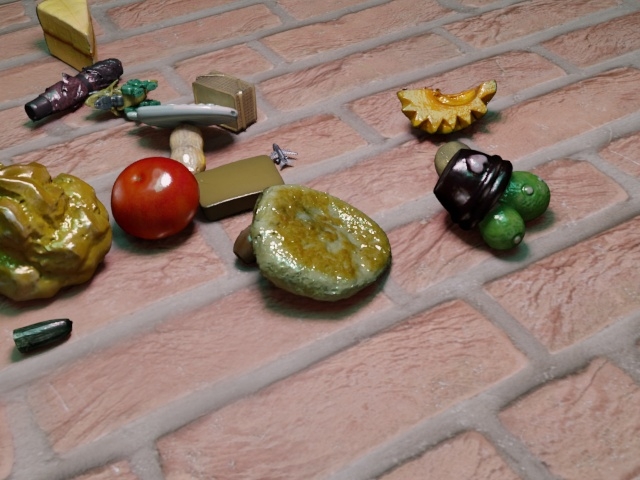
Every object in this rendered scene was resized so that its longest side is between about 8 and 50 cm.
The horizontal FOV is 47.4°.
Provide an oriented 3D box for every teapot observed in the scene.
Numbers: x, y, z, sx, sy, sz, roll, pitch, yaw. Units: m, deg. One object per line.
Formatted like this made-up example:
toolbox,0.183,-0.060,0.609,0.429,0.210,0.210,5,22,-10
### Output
teapot,-0.144,0.010,1.526,0.080,0.085,0.110,-48,26,-13

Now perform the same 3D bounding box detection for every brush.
brush,-0.188,-0.119,1.656,0.197,0.059,0.123,-17,47,-14

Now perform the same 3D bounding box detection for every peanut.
peanut,-0.319,-0.208,1.741,0.087,0.087,0.206,-7,43,-6

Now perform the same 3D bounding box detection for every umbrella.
umbrella,-0.665,-0.409,1.979,0.090,0.094,0.326,53,50,-8

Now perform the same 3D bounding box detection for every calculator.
calculator,-0.344,-0.307,1.809,0.296,0.042,0.184,1,2,24

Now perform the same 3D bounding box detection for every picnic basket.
picnic basket,-0.247,-0.362,1.889,0.164,0.115,0.079,25,48,27

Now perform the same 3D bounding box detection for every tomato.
tomato,-0.356,-0.093,1.556,0.195,0.136,0.195,-8,57,13

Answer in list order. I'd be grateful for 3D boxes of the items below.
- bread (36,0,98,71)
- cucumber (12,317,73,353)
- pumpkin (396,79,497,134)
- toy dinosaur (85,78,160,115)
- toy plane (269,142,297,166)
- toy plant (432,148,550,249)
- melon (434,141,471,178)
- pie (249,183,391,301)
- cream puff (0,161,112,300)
bread,-0.686,-0.607,2.149,0.264,0.167,0.163,33,52,28
cucumber,-0.510,0.173,1.351,0.105,0.048,0.048,-16,44,-18
pumpkin,0.317,-0.320,1.859,0.254,0.149,0.130,-9,82,-5
toy dinosaur,-0.497,-0.394,1.961,0.153,0.094,0.259,16,32,26
toy plane,-0.098,-0.208,1.774,0.079,0.031,0.083,-19,45,-19
toy plant,0.366,-0.092,1.544,0.235,0.175,0.218,34,55,-2
melon,0.313,-0.172,1.672,0.098,0.098,0.130,-6,38,-5
pie,0.000,0.000,1.480,0.323,0.070,0.323,14,39,-12
cream puff,-0.593,-0.051,1.454,0.325,0.257,0.291,12,47,15
